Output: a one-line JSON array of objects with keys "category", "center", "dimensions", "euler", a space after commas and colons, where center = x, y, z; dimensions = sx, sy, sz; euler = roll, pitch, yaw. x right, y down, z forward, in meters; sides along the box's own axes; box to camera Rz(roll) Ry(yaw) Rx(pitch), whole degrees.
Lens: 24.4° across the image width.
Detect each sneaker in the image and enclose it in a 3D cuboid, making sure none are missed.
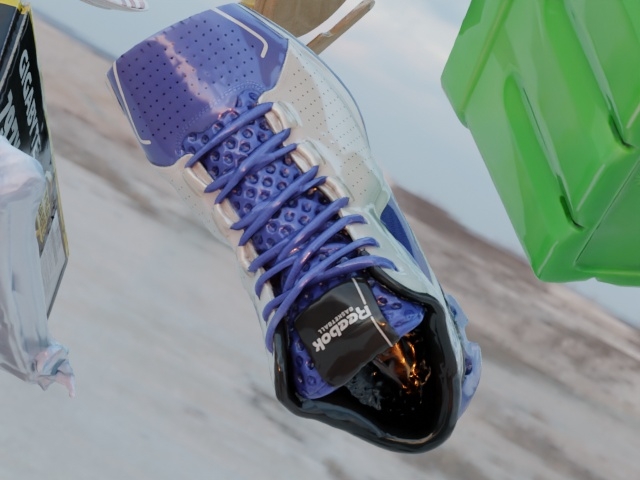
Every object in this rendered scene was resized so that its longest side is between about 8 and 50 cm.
[{"category": "sneaker", "center": [0.001, 0.001, 0.872], "dimensions": [0.315, 0.127, 0.182], "euler": [55, 4, -6]}]

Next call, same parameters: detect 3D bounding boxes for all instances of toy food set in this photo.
[{"category": "toy food set", "center": [-0.014, -0.202, 1.116], "dimensions": [0.038, 0.132, 0.192], "euler": [44, -15, 18]}]

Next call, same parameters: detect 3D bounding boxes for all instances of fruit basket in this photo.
[{"category": "fruit basket", "center": [0.204, -0.196, 0.854], "dimensions": [0.283, 0.392, 0.392], "euler": [3, 7, -10]}]

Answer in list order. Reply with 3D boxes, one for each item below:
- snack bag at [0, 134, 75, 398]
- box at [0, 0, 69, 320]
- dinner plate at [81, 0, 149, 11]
[{"category": "snack bag", "center": [-0.230, -0.048, 0.445], "dimensions": [0.342, 0.037, 0.323], "euler": [22, -16, -3]}, {"category": "box", "center": [-0.302, -0.051, 0.755], "dimensions": [0.322, 0.079, 0.257], "euler": [11, -26, 1]}, {"category": "dinner plate", "center": [-0.198, -0.209, 1.148], "dimensions": [0.141, 0.017, 0.141], "euler": [29, 13, -7]}]
